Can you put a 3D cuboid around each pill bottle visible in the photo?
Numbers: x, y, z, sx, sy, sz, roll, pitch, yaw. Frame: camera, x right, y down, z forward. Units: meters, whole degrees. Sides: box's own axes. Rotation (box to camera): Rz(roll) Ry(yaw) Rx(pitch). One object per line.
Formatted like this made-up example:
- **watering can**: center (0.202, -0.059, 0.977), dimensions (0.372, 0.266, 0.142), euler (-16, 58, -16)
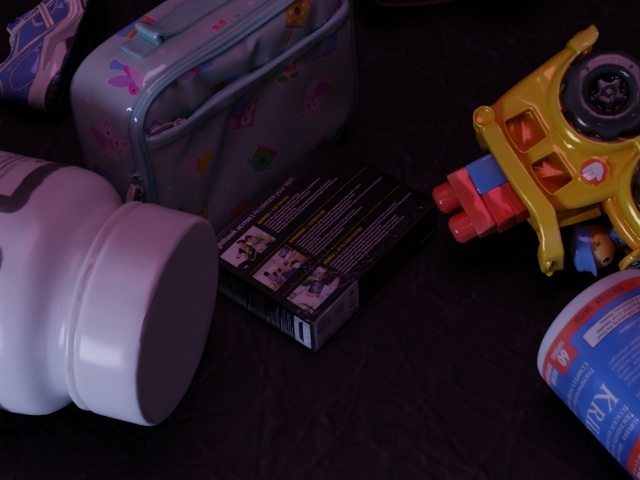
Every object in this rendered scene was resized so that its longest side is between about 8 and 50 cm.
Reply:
- **pill bottle**: center (0.280, 0.135, 1.106), dimensions (0.124, 0.124, 0.221), euler (-27, 53, -19)
- **pill bottle**: center (-0.280, 0.025, 1.167), dimensions (0.361, 0.204, 0.204), euler (13, 52, 13)

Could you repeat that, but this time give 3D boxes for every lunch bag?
- **lunch bag**: center (-0.087, -0.127, 1.276), dimensions (0.108, 0.224, 0.279), euler (34, 58, 27)

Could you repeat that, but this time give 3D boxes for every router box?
- **router box**: center (0.000, 0.000, 1.282), dimensions (0.133, 0.046, 0.179), euler (31, 57, 26)

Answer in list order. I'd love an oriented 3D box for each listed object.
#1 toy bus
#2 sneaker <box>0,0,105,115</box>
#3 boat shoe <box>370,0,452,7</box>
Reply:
- **toy bus**: center (0.216, -0.042, 1.247), dimensions (0.211, 0.149, 0.220), euler (-32, 79, 2)
- **sneaker**: center (-0.272, -0.219, 1.455), dimensions (0.081, 0.080, 0.211), euler (10, 50, 6)
- **boat shoe**: center (0.187, -0.301, 1.494), dimensions (0.325, 0.123, 0.116), euler (-11, 57, 1)
